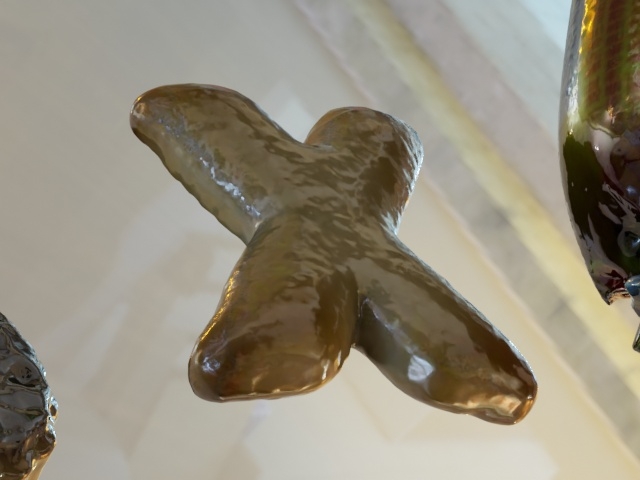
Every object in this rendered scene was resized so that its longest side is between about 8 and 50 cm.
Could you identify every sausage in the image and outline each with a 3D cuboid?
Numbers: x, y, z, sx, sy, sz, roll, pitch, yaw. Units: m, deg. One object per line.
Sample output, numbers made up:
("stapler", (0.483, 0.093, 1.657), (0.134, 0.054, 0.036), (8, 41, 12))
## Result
("sausage", (0.179, -0.083, 0.812), (0.117, 0.125, 0.317), (36, -131, -29))

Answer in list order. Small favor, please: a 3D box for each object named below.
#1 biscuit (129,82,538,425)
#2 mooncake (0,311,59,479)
("biscuit", (0.001, 0.000, 0.800), (0.164, 0.047, 0.208), (5, -142, -22))
("mooncake", (-0.368, 0.142, 1.459), (0.290, 0.161, 0.290), (25, -151, -15))
